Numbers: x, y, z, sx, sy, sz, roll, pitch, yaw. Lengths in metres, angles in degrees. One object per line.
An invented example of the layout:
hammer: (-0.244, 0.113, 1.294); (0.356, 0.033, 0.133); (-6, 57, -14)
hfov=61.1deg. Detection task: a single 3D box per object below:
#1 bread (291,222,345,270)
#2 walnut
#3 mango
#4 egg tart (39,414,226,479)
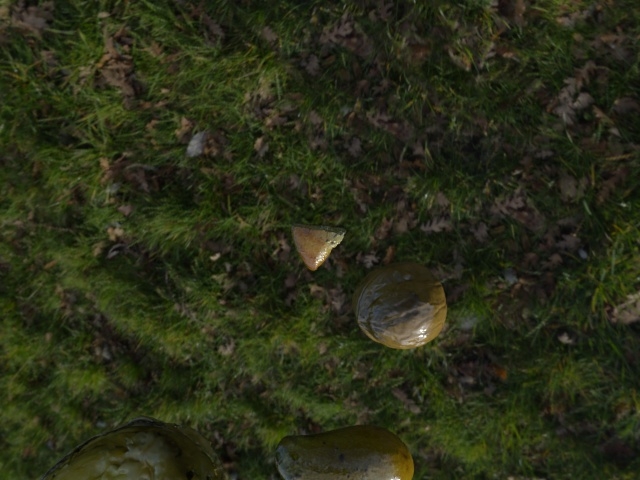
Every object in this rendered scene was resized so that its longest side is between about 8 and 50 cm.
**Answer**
bread: (-0.025, -0.003, 1.492); (0.136, 0.054, 0.154); (36, 106, -15)
walnut: (0.187, 0.157, 1.297); (0.227, 0.228, 0.228); (4, 121, 7)
mango: (0.058, 0.527, 1.265); (0.329, 0.177, 0.175); (-2, 163, -17)
egg tart: (-0.231, 0.323, 0.604); (0.278, 0.279, 0.095); (1, 139, 8)
